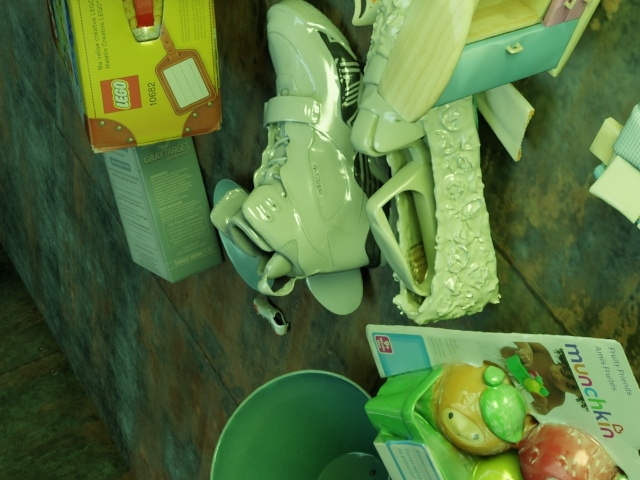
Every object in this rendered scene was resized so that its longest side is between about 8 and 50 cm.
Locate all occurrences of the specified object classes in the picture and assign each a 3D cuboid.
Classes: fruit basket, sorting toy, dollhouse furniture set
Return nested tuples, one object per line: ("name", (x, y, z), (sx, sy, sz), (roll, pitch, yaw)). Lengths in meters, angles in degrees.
("fruit basket", (0.222, 0.239, 1.282), (0.353, 0.165, 0.327), (4, 126, 52))
("sorting toy", (0.064, -0.272, 1.301), (0.045, 0.075, 0.083), (34, 139, 50))
("dollhouse furniture set", (0.243, -0.131, 0.888), (0.303, 0.198, 0.286), (47, 139, 25))

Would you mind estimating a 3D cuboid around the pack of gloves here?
("pack of gloves", (0.170, -0.227, 1.193), (0.232, 0.046, 0.195), (58, 162, 30))

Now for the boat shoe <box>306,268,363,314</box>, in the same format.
("boat shoe", (0.000, 0.000, 1.661), (0.219, 0.078, 0.070), (64, -171, -1))

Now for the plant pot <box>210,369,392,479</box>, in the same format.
("plant pot", (0.012, 0.359, 1.735), (0.290, 0.290, 0.195), (47, -176, 36))

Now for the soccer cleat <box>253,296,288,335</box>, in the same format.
("soccer cleat", (-0.082, 0.122, 1.959), (0.083, 0.029, 0.035), (52, 142, 23))

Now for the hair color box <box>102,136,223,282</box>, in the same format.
("hair color box", (-0.299, -0.130, 2.081), (0.185, 0.114, 0.374), (21, 129, 57))

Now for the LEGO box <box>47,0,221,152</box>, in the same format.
("LEGO box", (-0.287, -0.438, 1.629), (0.372, 0.193, 0.500), (-120, 23, -48))

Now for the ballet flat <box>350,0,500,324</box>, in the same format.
("ballet flat", (0.106, -0.081, 1.274), (0.147, 0.147, 0.408), (25, 135, 55))

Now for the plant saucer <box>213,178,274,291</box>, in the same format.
("plant saucer", (-0.110, -0.012, 1.893), (0.195, 0.037, 0.194), (43, 145, 42))

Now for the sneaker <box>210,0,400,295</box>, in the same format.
("sneaker", (-0.040, -0.112, 1.474), (0.137, 0.210, 0.365), (-6, 105, 63))
